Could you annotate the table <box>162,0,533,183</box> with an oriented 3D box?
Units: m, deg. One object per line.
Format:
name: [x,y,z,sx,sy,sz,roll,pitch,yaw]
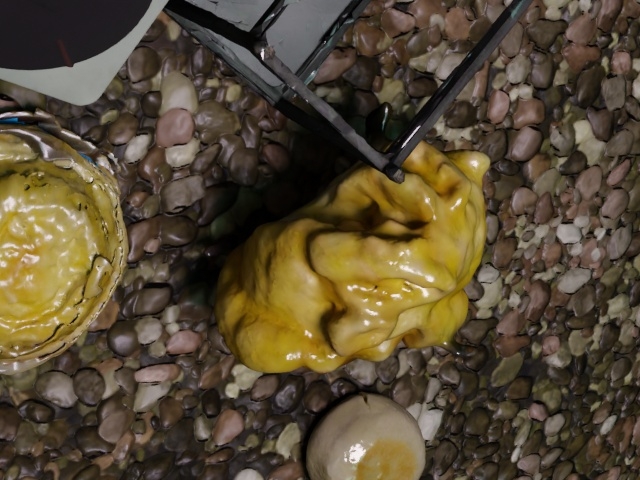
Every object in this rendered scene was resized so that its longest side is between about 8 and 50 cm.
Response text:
table: [0.051,-0.282,1.256,0.335,0.272,0.222,-52,127,-1]

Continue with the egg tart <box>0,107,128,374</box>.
egg tart: [-0.304,0.013,1.278,0.291,0.107,0.290,-13,117,-26]

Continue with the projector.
projector: [-0.263,-0.262,1.151,0.257,0.079,0.259,19,129,-33]

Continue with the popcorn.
popcorn: [0.059,0.024,1.376,0.316,0.281,0.297,-47,172,30]

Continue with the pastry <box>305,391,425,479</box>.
pastry: [0.059,0.271,1.615,0.156,0.092,0.156,-9,108,-30]
